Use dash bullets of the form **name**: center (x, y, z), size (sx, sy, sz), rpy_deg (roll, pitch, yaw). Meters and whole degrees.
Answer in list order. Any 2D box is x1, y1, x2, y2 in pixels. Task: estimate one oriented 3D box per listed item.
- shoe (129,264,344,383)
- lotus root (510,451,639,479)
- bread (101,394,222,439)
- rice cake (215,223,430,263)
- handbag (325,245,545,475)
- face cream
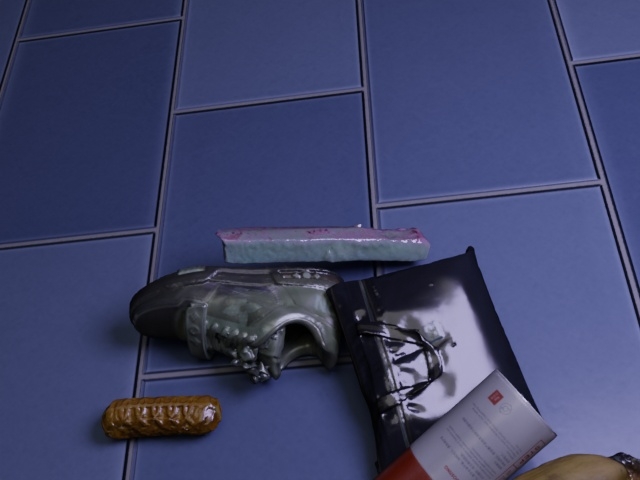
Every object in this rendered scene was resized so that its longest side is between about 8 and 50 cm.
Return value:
- **shoe**: center (-0.108, 0.119, 1.068), size (0.292, 0.109, 0.149), rpy_deg (-6, 48, 0)
- **lotus root**: center (0.241, 0.318, 0.847), size (0.256, 0.140, 0.154), rpy_deg (-31, 84, -22)
- **bread**: center (-0.203, 0.225, 1.052), size (0.157, 0.044, 0.052), rpy_deg (-5, 57, 8)
- **rice cake**: center (0.002, 0.001, 1.122), size (0.290, 0.051, 0.081), rpy_deg (0, 13, -9)
- **handbag**: center (0.135, 0.144, 1.017), size (0.211, 0.089, 0.254), rpy_deg (-15, 66, -6)
- **face cream**: center (0.147, 0.247, 0.905), size (0.214, 0.096, 0.096), rpy_deg (-42, 56, 2)
